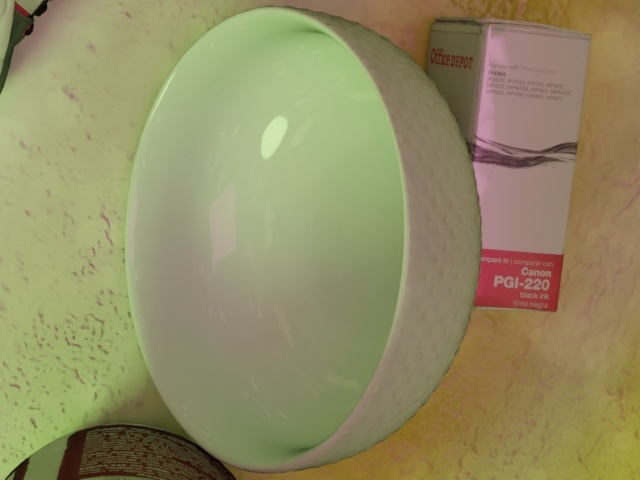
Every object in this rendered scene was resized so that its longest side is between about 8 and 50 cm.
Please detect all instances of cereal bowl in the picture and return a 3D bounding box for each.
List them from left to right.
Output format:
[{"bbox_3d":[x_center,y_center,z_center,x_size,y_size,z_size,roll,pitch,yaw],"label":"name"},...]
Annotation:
[{"bbox_3d":[0.000,0.000,1.195,0.141,0.339,0.339,1,99,-41],"label":"cereal bowl"}]

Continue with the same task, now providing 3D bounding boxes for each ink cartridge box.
[{"bbox_3d":[0.135,-0.064,1.260,0.092,0.158,0.218,3,98,-12],"label":"ink cartridge box"}]

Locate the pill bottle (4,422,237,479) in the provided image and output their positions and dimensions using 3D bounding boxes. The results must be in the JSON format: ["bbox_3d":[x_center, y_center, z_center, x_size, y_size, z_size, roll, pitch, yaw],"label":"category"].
[{"bbox_3d":[-0.144,0.255,1.143,0.224,0.392,0.224,0,93,-6],"label":"pill bottle"}]

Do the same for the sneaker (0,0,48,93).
[{"bbox_3d":[-0.200,-0.224,1.221,0.178,0.124,0.296,-11,137,-38],"label":"sneaker"}]
